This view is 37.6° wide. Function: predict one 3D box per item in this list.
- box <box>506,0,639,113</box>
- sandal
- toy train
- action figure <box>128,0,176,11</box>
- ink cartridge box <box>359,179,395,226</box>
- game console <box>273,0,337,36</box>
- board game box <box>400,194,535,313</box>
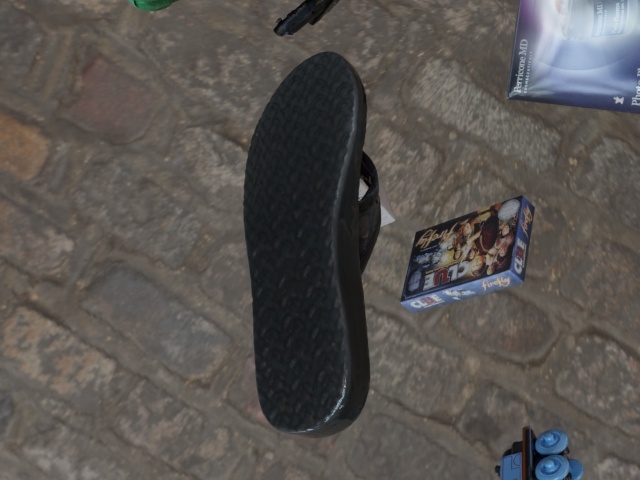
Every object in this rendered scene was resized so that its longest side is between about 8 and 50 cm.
[{"bbox_3d":[0.509,-0.398,1.734,0.293,0.183,0.297,8,109,13],"label":"box"},{"bbox_3d":[-0.002,0.002,1.076,0.167,0.107,0.446,-12,68,36],"label":"sandal"},{"bbox_3d":[0.259,0.301,1.131,0.105,0.184,0.080,-20,115,21],"label":"toy train"},{"bbox_3d":[-0.189,-0.345,1.245,0.137,0.232,0.064,-19,100,30],"label":"action figure"},{"bbox_3d":[0.023,-0.066,1.339,0.104,0.181,0.062,-23,61,16],"label":"ink cartridge box"},{"bbox_3d":[0.015,-0.489,1.822,0.044,0.361,0.213,42,125,-5],"label":"game console"},{"bbox_3d":[0.258,0.027,1.669,0.243,0.165,0.042,-21,131,42],"label":"board game box"}]
